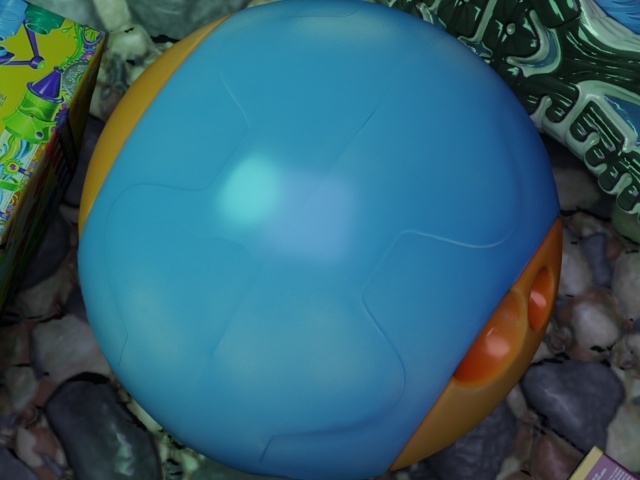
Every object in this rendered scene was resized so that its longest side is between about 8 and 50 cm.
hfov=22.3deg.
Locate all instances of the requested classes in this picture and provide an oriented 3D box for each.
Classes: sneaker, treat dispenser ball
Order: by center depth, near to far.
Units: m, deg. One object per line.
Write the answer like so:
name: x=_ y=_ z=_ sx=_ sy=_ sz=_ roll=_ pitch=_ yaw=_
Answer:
treat dispenser ball: x=0.000 y=0.000 z=0.966 sx=0.288 sy=0.288 sz=0.288 roll=-1 pitch=78 yaw=5
sneaker: x=0.177 y=-0.117 z=1.067 sx=0.330 sy=0.147 sz=0.130 roll=45 pitch=114 yaw=23

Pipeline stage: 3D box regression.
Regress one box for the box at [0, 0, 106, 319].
box: x=-0.325 y=-0.036 z=0.990 sx=0.290 sy=0.177 sz=0.279 roll=24 pitch=59 yaw=-2

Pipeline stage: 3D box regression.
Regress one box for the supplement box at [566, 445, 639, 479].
supplement box: x=0.194 y=0.173 z=1.032 sx=0.083 sy=0.055 sz=0.043 roll=36 pitch=85 yaw=12
